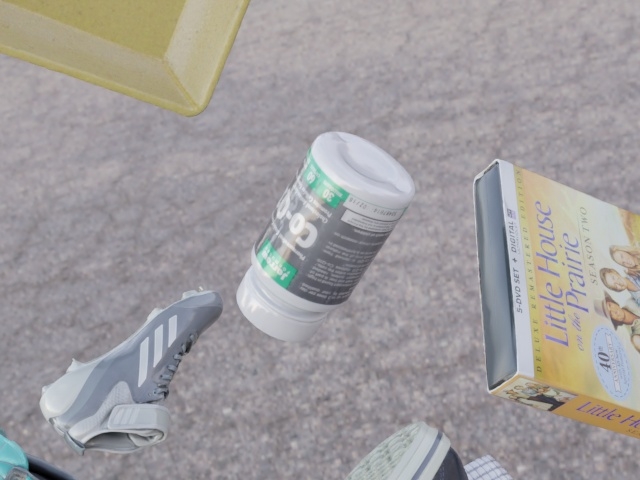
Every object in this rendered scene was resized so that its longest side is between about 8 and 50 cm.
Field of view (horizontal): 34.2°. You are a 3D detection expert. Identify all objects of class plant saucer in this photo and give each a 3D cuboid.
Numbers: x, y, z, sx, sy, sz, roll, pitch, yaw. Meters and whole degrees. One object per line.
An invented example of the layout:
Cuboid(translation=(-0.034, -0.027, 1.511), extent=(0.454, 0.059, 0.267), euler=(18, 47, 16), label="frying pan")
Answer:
Cuboid(translation=(-0.215, -0.334, 1.091), extent=(0.333, 0.332, 0.081), euler=(16, 12, -38), label="plant saucer")

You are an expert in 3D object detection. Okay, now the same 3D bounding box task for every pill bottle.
Cuboid(translation=(0.000, 0.000, 1.886), extent=(0.204, 0.361, 0.204), euler=(24, 28, -14), label="pill bottle")

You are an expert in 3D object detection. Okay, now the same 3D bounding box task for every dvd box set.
Cuboid(translation=(0.381, 0.094, 1.282), extent=(0.062, 0.421, 0.307), euler=(-46, 32, 46), label="dvd box set")

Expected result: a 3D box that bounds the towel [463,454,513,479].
Cuboid(translation=(0.278, 0.551, 1.904), extent=(0.284, 0.121, 0.235), euler=(-20, 59, -36), label="towel")

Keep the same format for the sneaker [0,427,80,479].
Cuboid(translation=(-0.356, 0.278, 1.038), extent=(0.296, 0.178, 0.124), euler=(9, 2, -36), label="sneaker")

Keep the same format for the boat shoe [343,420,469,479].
Cuboid(translation=(0.016, 0.373, 0.945), extent=(0.187, 0.156, 0.500), euler=(-37, 5, 46), label="boat shoe")

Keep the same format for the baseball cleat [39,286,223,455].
Cuboid(translation=(-0.153, 0.127, 0.962), extent=(0.206, 0.072, 0.109), euler=(-34, 68, -30), label="baseball cleat")
